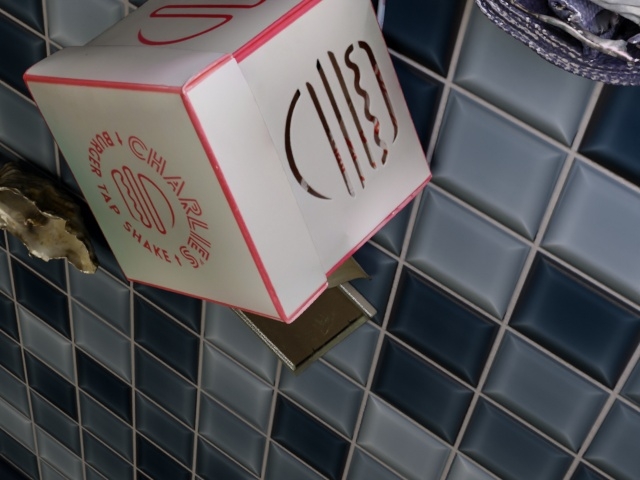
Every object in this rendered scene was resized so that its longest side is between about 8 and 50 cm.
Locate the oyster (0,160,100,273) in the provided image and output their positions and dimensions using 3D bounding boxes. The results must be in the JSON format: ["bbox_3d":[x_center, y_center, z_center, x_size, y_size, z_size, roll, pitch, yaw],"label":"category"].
[{"bbox_3d":[-0.529,-0.066,2.104,0.341,0.110,0.166,24,146,23],"label":"oyster"}]

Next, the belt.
[{"bbox_3d":[0.248,-0.234,1.110,0.230,0.126,0.139,31,145,21],"label":"belt"}]

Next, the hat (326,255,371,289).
[{"bbox_3d":[0.000,0.000,1.668,0.147,0.085,0.175,-12,141,34],"label":"hat"}]

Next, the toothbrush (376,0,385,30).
[{"bbox_3d":[0.076,-0.288,1.329,0.019,0.013,0.193,27,142,11],"label":"toothbrush"}]

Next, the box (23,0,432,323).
[{"bbox_3d":[-0.101,-0.130,1.416,0.312,0.300,0.314,10,133,44],"label":"box"}]

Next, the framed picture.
[{"bbox_3d":[-0.051,0.091,1.848,0.213,0.016,0.289,45,146,1],"label":"framed picture"}]
